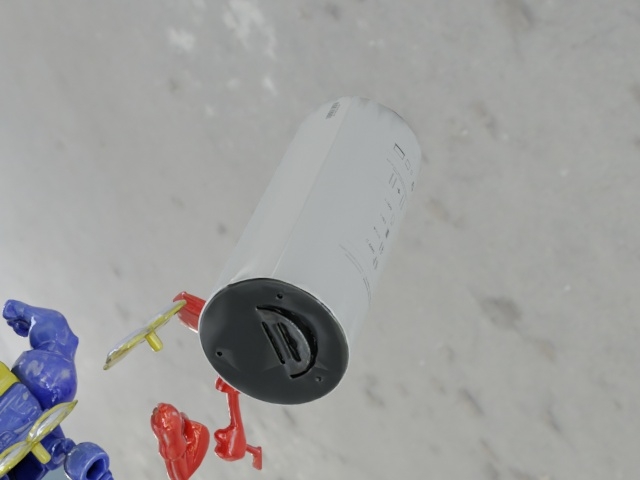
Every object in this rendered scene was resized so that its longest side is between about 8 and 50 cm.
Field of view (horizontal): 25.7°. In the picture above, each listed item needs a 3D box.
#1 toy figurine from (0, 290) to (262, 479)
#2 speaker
[{"bbox_3d":[-0.234,0.156,0.880,0.217,0.362,0.191,25,148,34],"label":"toy figurine"},{"bbox_3d":[0.000,0.000,0.523,0.055,0.136,0.055,8,124,11],"label":"speaker"}]
